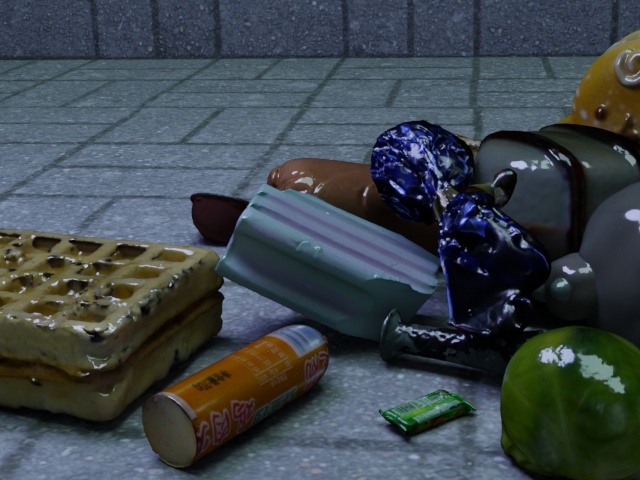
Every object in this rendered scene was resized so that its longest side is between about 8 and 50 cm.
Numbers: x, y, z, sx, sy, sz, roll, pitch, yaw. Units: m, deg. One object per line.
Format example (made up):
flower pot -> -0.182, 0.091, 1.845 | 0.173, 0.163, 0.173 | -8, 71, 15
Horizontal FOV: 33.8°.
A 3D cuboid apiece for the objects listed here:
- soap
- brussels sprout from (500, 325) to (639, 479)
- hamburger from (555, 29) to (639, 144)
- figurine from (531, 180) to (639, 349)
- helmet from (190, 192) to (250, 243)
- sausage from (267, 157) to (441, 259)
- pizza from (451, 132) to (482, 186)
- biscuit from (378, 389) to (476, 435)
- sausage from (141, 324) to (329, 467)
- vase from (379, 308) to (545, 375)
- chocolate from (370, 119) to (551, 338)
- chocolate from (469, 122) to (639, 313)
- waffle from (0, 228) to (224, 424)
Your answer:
soap -> 0.014, 0.030, 1.172 | 0.231, 0.091, 0.145 | 26, 23, -1
brussels sprout -> 0.229, 0.132, 0.899 | 0.152, 0.122, 0.149 | 4, 22, 21
hamburger -> 0.521, -0.203, 1.721 | 0.303, 0.261, 0.186 | -11, 13, 38
figurine -> 0.421, 0.023, 1.090 | 0.381, 0.203, 0.248 | -12, 17, -33
helmet -> -0.142, -0.026, 1.517 | 0.111, 0.057, 0.089 | 8, -22, 15
sausage -> 0.065, -0.037, 1.345 | 0.304, 0.121, 0.121 | 6, 10, -37
pizza -> 0.292, -0.084, 1.568 | 0.268, 0.087, 0.258 | 16, 2, 31
biscuit -> 0.099, 0.161, 0.990 | 0.089, 0.016, 0.046 | -15, 24, -33
sausage -> -0.064, 0.135, 1.000 | 0.071, 0.071, 0.234 | 11, 23, 35
vase -> 0.145, 0.109, 1.079 | 0.167, 0.059, 0.059 | 7, 20, 25
chocolate -> 0.154, -0.021, 1.123 | 0.148, 0.126, 0.343 | -36, 32, 7
chocolate -> 0.299, -0.043, 1.268 | 0.284, 0.186, 0.283 | 6, 23, -3
waffle -> -0.323, 0.081, 1.132 | 0.376, 0.114, 0.261 | 5, 22, 19
